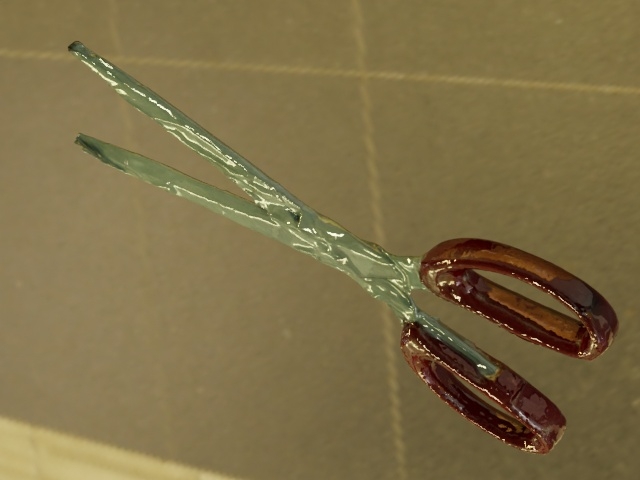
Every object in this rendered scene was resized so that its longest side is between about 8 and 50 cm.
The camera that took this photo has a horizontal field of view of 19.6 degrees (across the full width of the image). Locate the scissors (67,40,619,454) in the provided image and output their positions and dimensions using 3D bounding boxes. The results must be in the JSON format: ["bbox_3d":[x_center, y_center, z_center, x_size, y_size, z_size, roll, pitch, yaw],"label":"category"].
[{"bbox_3d":[0.000,0.000,0.757,0.248,0.017,0.144,30,154,10],"label":"scissors"}]
